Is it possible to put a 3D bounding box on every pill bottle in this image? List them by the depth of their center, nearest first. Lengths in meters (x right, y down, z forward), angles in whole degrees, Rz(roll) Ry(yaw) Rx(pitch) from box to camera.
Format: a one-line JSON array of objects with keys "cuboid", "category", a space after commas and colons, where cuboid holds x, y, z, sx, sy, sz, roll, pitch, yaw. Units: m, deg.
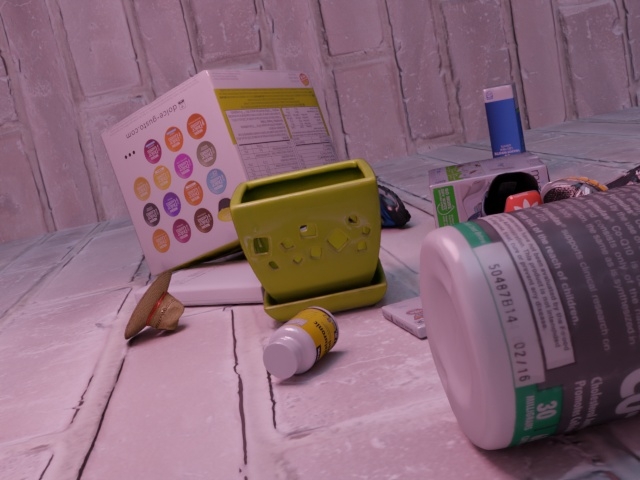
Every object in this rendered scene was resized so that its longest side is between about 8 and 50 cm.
[{"cuboid": [0.288, 0.051, 0.747, 0.361, 0.204, 0.204, -13, 10, -5], "category": "pill bottle"}, {"cuboid": [-0.026, 0.132, 1.046, 0.065, 0.065, 0.116, -6, 12, 27], "category": "pill bottle"}]

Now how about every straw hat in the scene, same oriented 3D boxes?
[{"cuboid": [-0.260, 0.119, 1.365, 0.061, 0.144, 0.144, 31, 17, 4], "category": "straw hat"}]

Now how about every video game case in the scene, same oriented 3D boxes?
[{"cuboid": [0.181, 0.094, 1.148, 0.157, 0.019, 0.143, -14, 10, -14], "category": "video game case"}]

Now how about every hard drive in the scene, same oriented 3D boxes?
[{"cuboid": [-0.176, 0.078, 1.575, 0.307, 0.040, 0.203, -5, 12, 33], "category": "hard drive"}]

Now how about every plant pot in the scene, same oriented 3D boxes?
[{"cuboid": [-0.010, 0.000, 1.319, 0.227, 0.207, 0.228, -12, 15, 1], "category": "plant pot"}]

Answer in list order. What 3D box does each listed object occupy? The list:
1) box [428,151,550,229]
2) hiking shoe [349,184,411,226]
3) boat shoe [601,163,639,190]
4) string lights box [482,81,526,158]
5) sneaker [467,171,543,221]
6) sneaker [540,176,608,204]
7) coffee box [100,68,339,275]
[{"cuboid": [0.346, -0.097, 1.701, 0.231, 0.127, 0.262, -10, 10, 8], "category": "box"}, {"cuboid": [0.089, -0.058, 1.930, 0.132, 0.113, 0.304, -48, 31, -18], "category": "hiking shoe"}, {"cuboid": [0.499, -0.066, 1.307, 0.102, 0.108, 0.301, -32, 4, -41], "category": "boat shoe"}, {"cuboid": [0.479, -0.269, 2.105, 0.077, 0.259, 0.133, -7, 10, 19], "category": "string lights box"}, {"cuboid": [0.322, -0.049, 1.402, 0.131, 0.148, 0.350, -12, 10, -2], "category": "sneaker"}, {"cuboid": [0.395, -0.018, 1.170, 0.083, 0.084, 0.215, -29, 48, -25], "category": "sneaker"}, {"cuboid": [-0.194, -0.149, 1.773, 0.338, 0.334, 0.338, -22, -3, 35], "category": "coffee box"}]
